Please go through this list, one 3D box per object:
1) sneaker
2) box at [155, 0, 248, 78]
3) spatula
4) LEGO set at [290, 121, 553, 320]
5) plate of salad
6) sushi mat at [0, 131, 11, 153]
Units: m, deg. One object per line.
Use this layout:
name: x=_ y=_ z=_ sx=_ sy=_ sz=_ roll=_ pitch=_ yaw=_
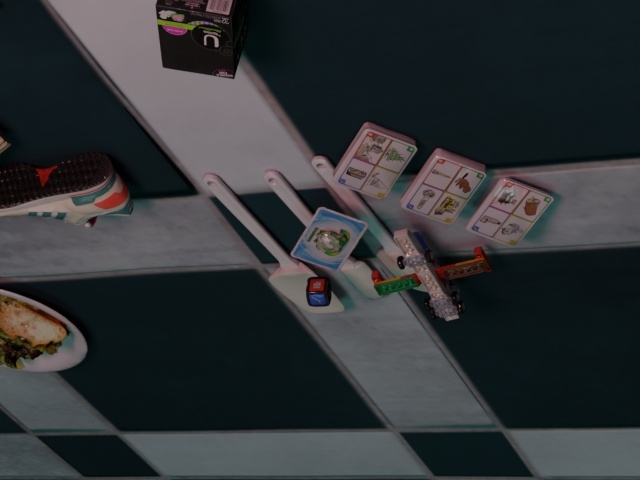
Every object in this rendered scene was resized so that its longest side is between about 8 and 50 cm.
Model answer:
sneaker: x=-0.249 y=-0.035 z=1.713 sx=0.161 sy=0.057 sz=0.075 roll=-8 pitch=139 yaw=27
box: x=-0.091 y=-0.173 z=1.420 sx=0.062 sy=0.052 sz=0.083 roll=11 pitch=151 yaw=5
spatula: x=0.000 y=0.000 z=1.722 sx=0.168 sy=0.019 sz=0.242 roll=-7 pitch=146 yaw=31
LEGO set: x=0.078 y=-0.009 z=1.661 sx=0.182 sy=0.060 sz=0.244 roll=19 pitch=137 yaw=-12
plate of salad: x=-0.356 y=0.106 z=2.009 sx=0.199 sy=0.048 sz=0.200 roll=9 pitch=151 yaw=5
sushi mat: x=-0.433 y=-0.029 z=1.619 sx=0.316 sy=0.019 sz=0.151 roll=-41 pitch=132 yaw=2
